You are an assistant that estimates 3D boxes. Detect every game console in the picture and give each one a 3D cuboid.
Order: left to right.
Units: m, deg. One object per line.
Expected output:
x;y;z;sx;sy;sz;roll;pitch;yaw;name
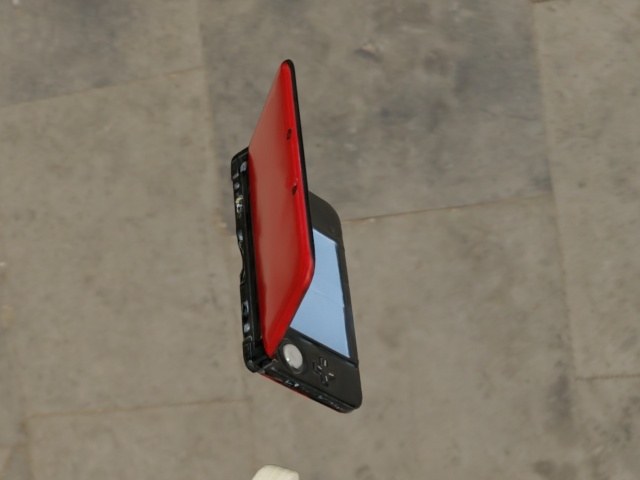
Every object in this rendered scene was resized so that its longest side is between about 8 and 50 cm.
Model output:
0.000;0.000;0.706;0.085;0.124;0.144;-31;47;30;game console

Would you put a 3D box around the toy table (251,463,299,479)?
-0.084;0.272;0.886;0.274;0.161;0.252;26;88;19;toy table
